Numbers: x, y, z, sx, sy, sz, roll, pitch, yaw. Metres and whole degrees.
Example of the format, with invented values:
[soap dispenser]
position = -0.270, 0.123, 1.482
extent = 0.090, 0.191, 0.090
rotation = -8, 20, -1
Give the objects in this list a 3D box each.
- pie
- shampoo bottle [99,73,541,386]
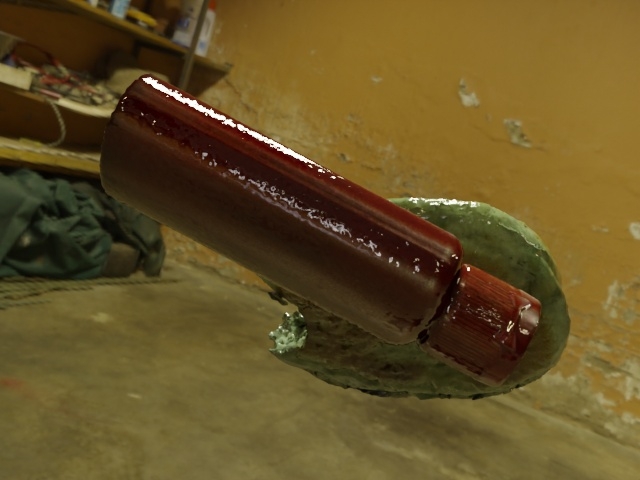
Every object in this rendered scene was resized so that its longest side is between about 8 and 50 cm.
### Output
[pie]
position = 0.077, 0.062, 0.623
extent = 0.303, 0.302, 0.067
rotation = 18, 46, -4
[shampoo bottle]
position = 0.000, 0.000, 0.399
extent = 0.260, 0.064, 0.102
rotation = 28, -30, 2
